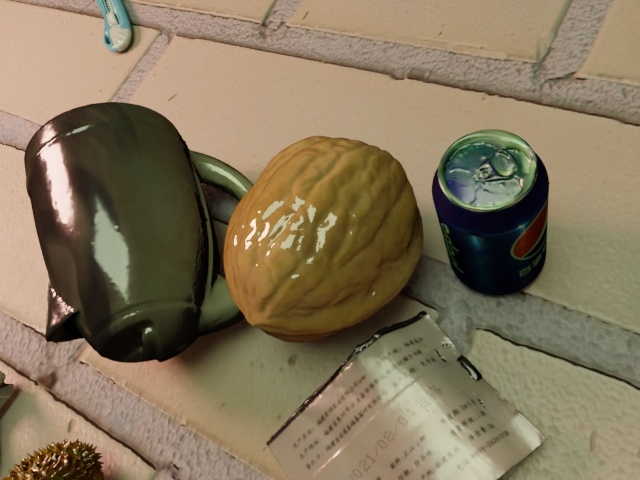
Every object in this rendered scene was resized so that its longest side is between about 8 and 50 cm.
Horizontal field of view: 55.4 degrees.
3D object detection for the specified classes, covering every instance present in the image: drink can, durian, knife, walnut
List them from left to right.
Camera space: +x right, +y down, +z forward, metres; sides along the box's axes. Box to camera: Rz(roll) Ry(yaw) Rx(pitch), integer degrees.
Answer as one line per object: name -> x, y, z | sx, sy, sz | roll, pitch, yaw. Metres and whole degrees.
durian -> -0.320, 0.327, 0.715 | 0.168, 0.137, 0.158 | -39, 35, -13
knife -> -0.427, -0.458, 1.245 | 0.064, 0.031, 0.222 | -31, 56, 7
walnut -> 0.000, 0.000, 0.715 | 0.225, 0.225, 0.261 | 26, 60, 30
drink can -> 0.189, -0.025, 0.671 | 0.118, 0.205, 0.118 | -9, 61, 16

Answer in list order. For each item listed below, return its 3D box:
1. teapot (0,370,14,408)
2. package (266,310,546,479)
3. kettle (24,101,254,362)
teapot -> -0.522, 0.269, 0.791 | 0.222, 0.178, 0.163 | -37, 57, -3
package -> 0.078, 0.218, 0.667 | 0.251, 0.062, 0.204 | -41, 55, 0
kettle -> -0.213, 0.003, 0.825 | 0.321, 0.228, 0.324 | -11, 59, -22
